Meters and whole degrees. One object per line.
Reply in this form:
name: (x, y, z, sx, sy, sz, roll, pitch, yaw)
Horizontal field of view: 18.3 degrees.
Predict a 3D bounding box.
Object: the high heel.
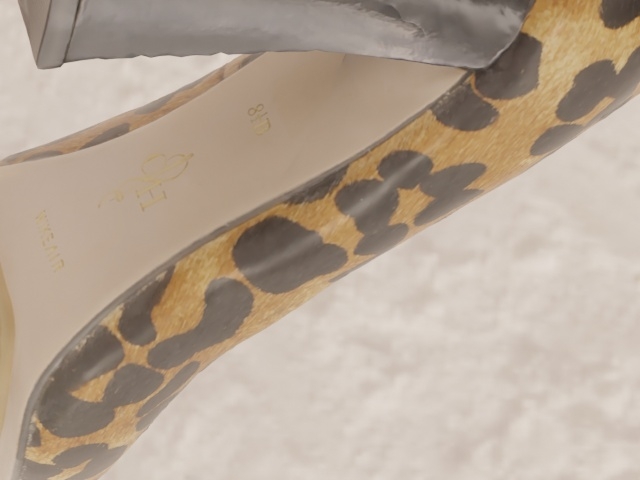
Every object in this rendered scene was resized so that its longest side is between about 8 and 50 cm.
high heel: (0.000, 0.000, 0.541, 0.261, 0.186, 0.093, 113, 148, -51)
